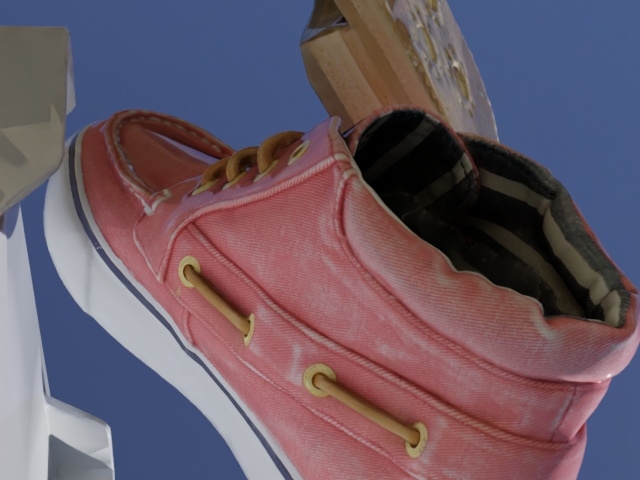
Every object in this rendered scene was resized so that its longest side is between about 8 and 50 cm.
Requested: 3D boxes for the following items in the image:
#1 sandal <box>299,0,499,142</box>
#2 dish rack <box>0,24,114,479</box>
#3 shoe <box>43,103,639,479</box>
[{"bbox_3d":[0.004,-0.108,0.380,0.079,0.240,0.088,-21,-139,18],"label":"sandal"},{"bbox_3d":[-0.081,0.110,0.364,0.072,0.285,0.333,-1,-125,-5],"label":"dish rack"},{"bbox_3d":[0.000,0.000,0.385,0.063,0.081,0.178,1,-148,-34],"label":"shoe"}]
